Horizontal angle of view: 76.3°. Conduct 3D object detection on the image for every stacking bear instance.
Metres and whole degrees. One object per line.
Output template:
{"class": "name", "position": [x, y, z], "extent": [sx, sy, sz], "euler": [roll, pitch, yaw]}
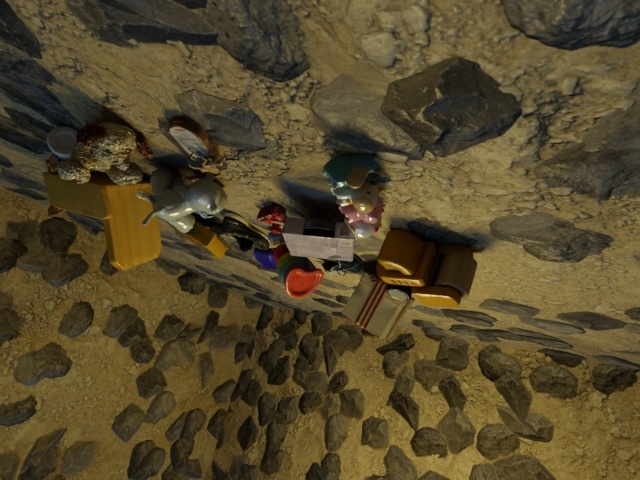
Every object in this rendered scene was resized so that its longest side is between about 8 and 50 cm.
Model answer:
{"class": "stacking bear", "position": [-0.133, 0.115, 1.888], "extent": [0.175, 0.164, 0.289], "euler": [7, -151, -32]}

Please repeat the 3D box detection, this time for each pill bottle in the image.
{"class": "pill bottle", "position": [-0.904, -0.323, 1.468], "extent": [0.112, 0.112, 0.186], "euler": [23, 160, -18]}

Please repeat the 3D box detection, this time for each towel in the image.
{"class": "towel", "position": [-0.195, 0.125, 2.201], "extent": [0.308, 0.076, 0.228], "euler": [10, 161, 22]}

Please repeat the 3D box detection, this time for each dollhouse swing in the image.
{"class": "dollhouse swing", "position": [-0.808, -0.087, 1.557], "extent": [0.315, 0.305, 0.347], "euler": [13, -168, 7]}

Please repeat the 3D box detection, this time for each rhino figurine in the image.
{"class": "rhino figurine", "position": [-0.017, -0.053, 1.521], "extent": [0.106, 0.073, 0.243], "euler": [11, 160, -2]}

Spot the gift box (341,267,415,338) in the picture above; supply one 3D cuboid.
{"class": "gift box", "position": [0.281, 0.291, 1.884], "extent": [0.255, 0.258, 0.276], "euler": [31, -178, 21]}

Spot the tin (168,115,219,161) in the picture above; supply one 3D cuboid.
{"class": "tin", "position": [-0.372, -0.293, 1.204], "extent": [0.106, 0.040, 0.190], "euler": [7, 160, 16]}

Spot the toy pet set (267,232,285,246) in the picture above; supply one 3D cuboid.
{"class": "toy pet set", "position": [-0.179, -0.014, 1.845], "extent": [0.114, 0.065, 0.122], "euler": [-14, 178, -24]}

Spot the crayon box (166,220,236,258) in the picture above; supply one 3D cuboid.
{"class": "crayon box", "position": [-0.582, -0.019, 1.988], "extent": [0.318, 0.081, 0.202], "euler": [28, 165, 16]}

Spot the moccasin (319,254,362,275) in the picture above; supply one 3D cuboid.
{"class": "moccasin", "position": [0.041, 0.085, 1.804], "extent": [0.342, 0.117, 0.137], "euler": [29, 159, -32]}

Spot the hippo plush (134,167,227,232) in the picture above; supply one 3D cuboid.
{"class": "hippo plush", "position": [-0.473, -0.175, 1.460], "extent": [0.236, 0.234, 0.294], "euler": [-18, 170, 9]}

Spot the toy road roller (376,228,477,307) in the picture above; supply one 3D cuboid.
{"class": "toy road roller", "position": [0.345, 0.083, 1.416], "extent": [0.329, 0.202, 0.240], "euler": [0, 145, 43]}

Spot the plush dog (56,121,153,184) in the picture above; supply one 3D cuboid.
{"class": "plush dog", "position": [-0.675, -0.300, 1.296], "extent": [0.225, 0.211, 0.262], "euler": [-16, 173, 36]}

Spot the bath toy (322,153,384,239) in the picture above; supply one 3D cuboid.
{"class": "bath toy", "position": [0.120, -0.111, 1.173], "extent": [0.151, 0.129, 0.348], "euler": [58, 179, 28]}

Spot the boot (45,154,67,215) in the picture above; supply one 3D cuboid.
{"class": "boot", "position": [-1.100, -0.233, 1.711], "extent": [0.283, 0.109, 0.220], "euler": [-19, 106, 33]}

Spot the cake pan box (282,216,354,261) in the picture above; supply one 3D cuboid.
{"class": "cake pan box", "position": [0.000, 0.000, 1.456], "extent": [0.245, 0.070, 0.267], "euler": [3, 161, 5]}

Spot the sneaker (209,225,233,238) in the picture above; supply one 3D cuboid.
{"class": "sneaker", "position": [-0.477, -0.054, 1.990], "extent": [0.135, 0.052, 0.058], "euler": [12, 152, -4]}

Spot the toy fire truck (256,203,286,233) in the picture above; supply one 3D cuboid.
{"class": "toy fire truck", "position": [-0.178, -0.083, 1.624], "extent": [0.135, 0.047, 0.192], "euler": [28, 158, -30]}

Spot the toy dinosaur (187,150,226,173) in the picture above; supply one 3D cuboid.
{"class": "toy dinosaur", "position": [-0.358, -0.227, 1.246], "extent": [0.092, 0.053, 0.183], "euler": [27, 160, -34]}

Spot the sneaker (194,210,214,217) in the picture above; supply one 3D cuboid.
{"class": "sneaker", "position": [-0.517, -0.137, 1.765], "extent": [0.059, 0.053, 0.144], "euler": [7, 168, 31]}

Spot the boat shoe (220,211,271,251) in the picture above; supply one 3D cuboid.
{"class": "boat shoe", "position": [-0.345, -0.008, 1.886], "extent": [0.127, 0.113, 0.340], "euler": [8, 160, 23]}

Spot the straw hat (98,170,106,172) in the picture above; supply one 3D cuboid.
{"class": "straw hat", "position": [-0.908, -0.248, 1.771], "extent": [0.144, 0.061, 0.144], "euler": [15, 163, 5]}
